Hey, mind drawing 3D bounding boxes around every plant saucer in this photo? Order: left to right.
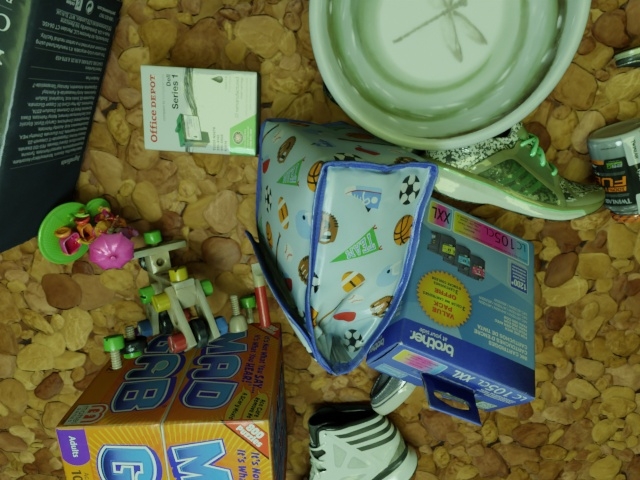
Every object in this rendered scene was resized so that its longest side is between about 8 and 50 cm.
[{"bbox_3d":[0.184,-0.345,0.695,0.399,0.101,0.401,3,113,6],"label":"plant saucer"}]

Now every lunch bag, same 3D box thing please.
[{"bbox_3d":[0.000,0.000,0.830,0.238,0.328,0.386,-3,117,-22],"label":"lunch bag"}]

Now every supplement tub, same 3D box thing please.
[{"bbox_3d":[0.629,-0.140,0.927,0.116,0.117,0.191,-23,105,6],"label":"supplement tub"}]

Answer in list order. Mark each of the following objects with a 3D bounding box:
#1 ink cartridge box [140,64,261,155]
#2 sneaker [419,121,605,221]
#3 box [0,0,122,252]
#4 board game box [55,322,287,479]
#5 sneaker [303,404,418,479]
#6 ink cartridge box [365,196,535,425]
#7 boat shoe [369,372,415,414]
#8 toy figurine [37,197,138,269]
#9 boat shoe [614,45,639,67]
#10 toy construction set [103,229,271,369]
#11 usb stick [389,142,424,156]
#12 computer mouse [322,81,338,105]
[{"bbox_3d":[-0.231,-0.254,0.892,0.219,0.093,0.161,2,107,-2],"label":"ink cartridge box"},{"bbox_3d":[0.387,-0.155,0.887,0.409,0.158,0.182,10,112,-8],"label":"sneaker"},{"bbox_3d":[-0.676,-0.294,0.774,0.479,0.297,0.472,21,108,-7],"label":"box"},{"bbox_3d":[-0.261,0.419,0.960,0.355,0.356,0.357,-2,107,-1],"label":"board game box"},{"bbox_3d":[-0.007,0.563,1.127,0.447,0.169,0.258,-35,99,0],"label":"sneaker"},{"bbox_3d":[0.255,0.144,0.869,0.269,0.396,0.151,22,148,-7],"label":"ink cartridge box"},{"bbox_3d":[0.179,0.227,1.042,0.158,0.127,0.341,34,96,-4],"label":"boat shoe"},{"bbox_3d":[-0.431,-0.005,0.904,0.159,0.173,0.130,18,131,19],"label":"toy figurine"},{"bbox_3d":[0.690,-0.350,0.883,0.223,0.080,0.074,-7,102,-3],"label":"boat shoe"},{"bbox_3d":[-0.273,0.089,0.946,0.308,0.257,0.238,-8,94,-13],"label":"toy construction set"},{"bbox_3d":[0.166,-0.186,0.943,0.077,0.045,0.278,41,103,-11],"label":"usb stick"},{"bbox_3d":[0.119,-0.280,0.893,0.241,0.041,0.071,13,101,8],"label":"computer mouse"}]
